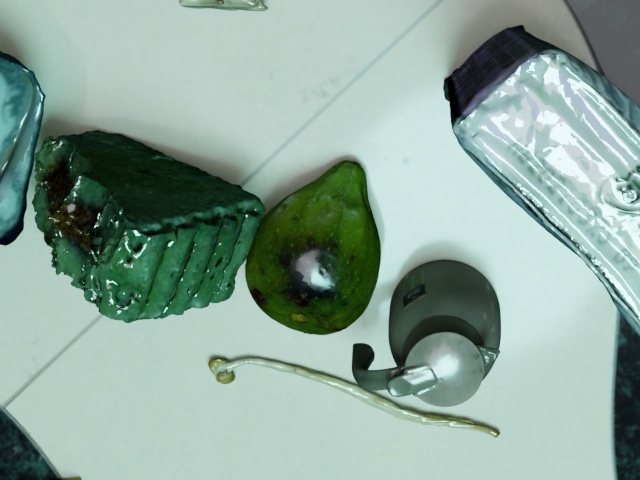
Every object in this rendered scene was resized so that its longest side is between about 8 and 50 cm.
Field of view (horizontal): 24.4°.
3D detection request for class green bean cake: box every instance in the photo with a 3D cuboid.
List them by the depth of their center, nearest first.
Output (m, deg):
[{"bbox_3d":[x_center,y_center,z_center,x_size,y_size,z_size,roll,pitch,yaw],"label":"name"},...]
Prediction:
[{"bbox_3d":[-0.180,-0.017,1.282,0.208,0.193,0.107,29,113,26],"label":"green bean cake"}]

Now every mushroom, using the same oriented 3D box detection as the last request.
[{"bbox_3d":[0.033,0.147,1.408,0.286,0.026,0.028,11,118,0],"label":"mushroom"}]

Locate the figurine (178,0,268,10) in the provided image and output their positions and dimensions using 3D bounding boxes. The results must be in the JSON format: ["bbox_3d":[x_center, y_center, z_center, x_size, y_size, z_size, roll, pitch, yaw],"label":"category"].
[{"bbox_3d":[-0.086,-0.232,1.328,0.083,0.047,0.050,4,87,11],"label":"figurine"}]

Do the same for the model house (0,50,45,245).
[{"bbox_3d":[-0.427,-0.107,1.292,0.291,0.253,0.184,11,91,40],"label":"model house"}]

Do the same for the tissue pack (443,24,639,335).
[{"bbox_3d":[0.218,-0.053,1.176,0.259,0.361,0.122,44,102,-6],"label":"tissue pack"}]

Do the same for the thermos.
[{"bbox_3d":[0.094,0.094,1.303,0.137,0.193,0.105,-14,102,8],"label":"thermos"}]

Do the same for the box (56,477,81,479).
[{"bbox_3d":[-0.358,0.338,1.451,0.274,0.076,0.174,-7,100,6],"label":"box"}]

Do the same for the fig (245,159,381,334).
[{"bbox_3d":[0.000,0.000,1.346,0.123,0.123,0.156,17,65,1],"label":"fig"}]
